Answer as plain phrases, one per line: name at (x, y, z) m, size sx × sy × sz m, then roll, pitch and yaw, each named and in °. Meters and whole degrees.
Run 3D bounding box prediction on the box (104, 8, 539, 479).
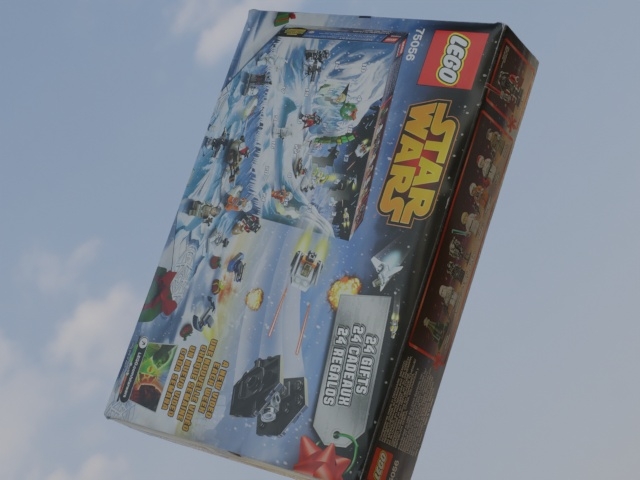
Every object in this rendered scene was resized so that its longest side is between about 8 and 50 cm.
box at (0.000, 0.000, 0.406) m, size 0.027 × 0.094 × 0.137 m, roll 34°, pitch -109°, yaw -51°
